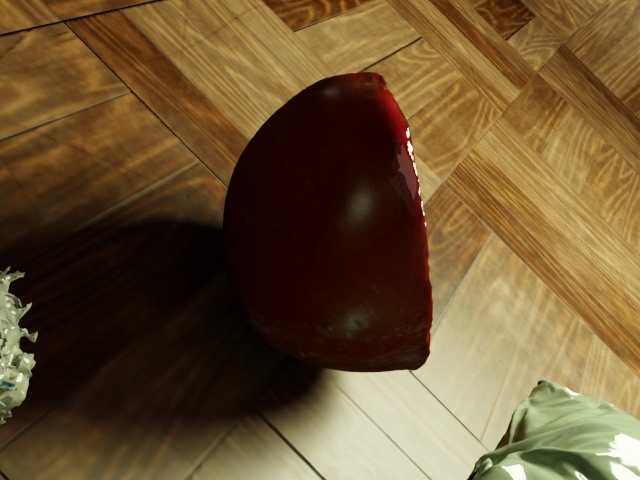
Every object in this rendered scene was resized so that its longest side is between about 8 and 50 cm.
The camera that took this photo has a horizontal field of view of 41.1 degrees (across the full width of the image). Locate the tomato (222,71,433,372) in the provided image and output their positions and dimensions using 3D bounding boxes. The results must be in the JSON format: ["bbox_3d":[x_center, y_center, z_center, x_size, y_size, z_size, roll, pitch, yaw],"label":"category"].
[{"bbox_3d":[0.000,0.000,0.605,0.233,0.140,0.200,77,1,-70],"label":"tomato"}]

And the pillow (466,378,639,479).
[{"bbox_3d":[0.194,0.225,0.497,0.283,0.138,0.310,-19,54,-45],"label":"pillow"}]

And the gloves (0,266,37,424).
[{"bbox_3d":[-0.215,0.037,0.401,0.153,0.070,0.114,8,47,-42],"label":"gloves"}]
